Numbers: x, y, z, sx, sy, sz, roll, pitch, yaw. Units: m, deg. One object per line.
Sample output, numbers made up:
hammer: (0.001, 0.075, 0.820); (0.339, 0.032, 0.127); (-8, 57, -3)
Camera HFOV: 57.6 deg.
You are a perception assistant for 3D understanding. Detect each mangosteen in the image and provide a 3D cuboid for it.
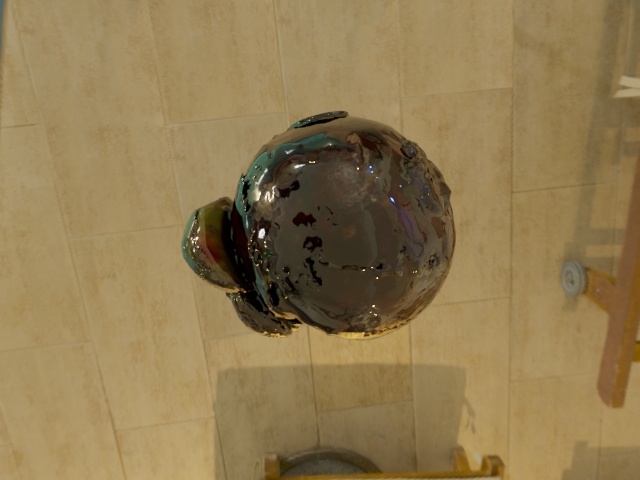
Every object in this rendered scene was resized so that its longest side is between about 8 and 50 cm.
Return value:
mangosteen: (0.004, -0.022, 0.954); (0.422, 0.381, 0.380); (-2, 109, 20)
